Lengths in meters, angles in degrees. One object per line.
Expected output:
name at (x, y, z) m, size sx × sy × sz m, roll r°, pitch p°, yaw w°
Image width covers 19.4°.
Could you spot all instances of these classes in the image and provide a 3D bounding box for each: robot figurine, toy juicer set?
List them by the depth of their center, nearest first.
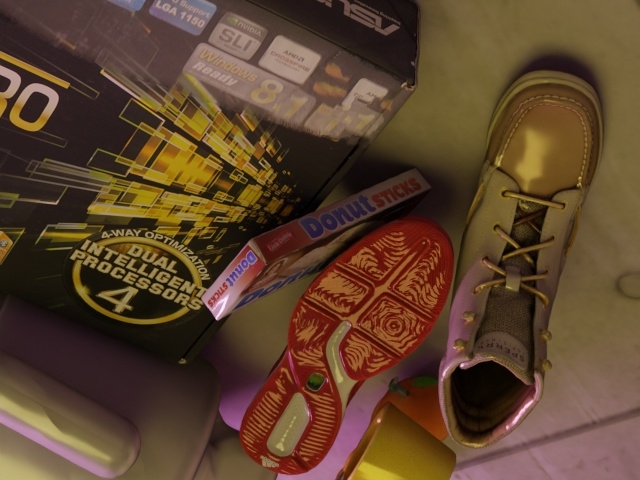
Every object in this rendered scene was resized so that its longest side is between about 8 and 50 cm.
robot figurine at (-0.211, 0.134, 1.362) m, size 0.353 × 0.200 × 0.300 m, roll 27°, pitch 161°, yaw -8°
toy juicer set at (-0.006, 0.228, 1.376) m, size 0.089 × 0.209 × 0.329 m, roll 29°, pitch 111°, yaw -1°

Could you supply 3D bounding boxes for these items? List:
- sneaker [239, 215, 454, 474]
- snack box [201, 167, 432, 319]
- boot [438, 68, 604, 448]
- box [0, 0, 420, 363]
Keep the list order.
sneaker at (0.019, 0.047, 1.286) m, size 0.087 × 0.128 × 0.221 m, roll 34°, pitch 118°, yaw -9°
snack box at (0.000, 0.000, 1.215) m, size 0.022 × 0.178 × 0.064 m, roll 52°, pitch 131°, yaw 12°
boot at (0.125, 0.014, 1.188) m, size 0.077 × 0.165 × 0.213 m, roll 14°, pitch 134°, yaw 2°
box at (-0.182, -0.106, 1.188) m, size 0.395 × 0.097 × 0.318 m, roll 25°, pitch 130°, yaw -18°
